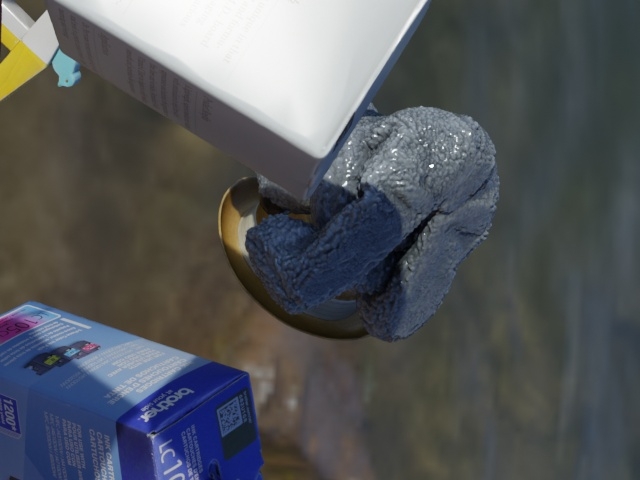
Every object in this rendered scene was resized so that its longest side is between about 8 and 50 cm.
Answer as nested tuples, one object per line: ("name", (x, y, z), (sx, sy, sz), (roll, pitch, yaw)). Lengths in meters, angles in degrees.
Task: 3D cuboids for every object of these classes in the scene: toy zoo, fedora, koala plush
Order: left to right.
("toy zoo", (-0.330, -0.244, 1.812), (0.293, 0.192, 0.030), (45, 18, 0))
("fedora", (0.000, 0.000, 1.837), (0.194, 0.079, 0.194), (22, 42, -21))
("koala plush", (0.019, -0.065, 1.643), (0.203, 0.221, 0.196), (-52, 142, 13))

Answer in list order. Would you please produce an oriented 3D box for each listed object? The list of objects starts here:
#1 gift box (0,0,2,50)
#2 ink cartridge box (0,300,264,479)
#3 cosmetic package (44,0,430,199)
("gift box", (-0.323, -0.181, 1.075), (0.276, 0.258, 0.255), (-41, 165, -30))
("ink cartridge box", (-0.196, 0.242, 2.021), (0.151, 0.395, 0.270), (-32, 125, -42))
("cosmetic package", (-0.041, -0.140, 1.150), (0.151, 0.184, 0.151), (-59, 180, -8))
